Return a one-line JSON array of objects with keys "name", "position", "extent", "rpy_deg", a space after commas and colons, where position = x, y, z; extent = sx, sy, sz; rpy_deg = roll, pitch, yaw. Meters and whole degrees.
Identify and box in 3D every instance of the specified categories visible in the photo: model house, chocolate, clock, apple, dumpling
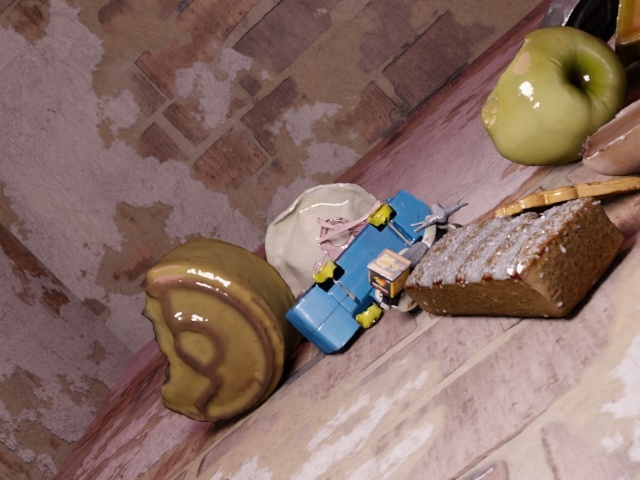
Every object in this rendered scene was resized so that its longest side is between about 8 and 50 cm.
[{"name": "model house", "position": [0.695, -0.449, 1.682], "extent": [0.239, 0.173, 0.268], "rpy_deg": [-54, -23, 8]}, {"name": "chocolate", "position": [0.511, -0.164, 1.333], "extent": [0.161, 0.083, 0.261], "rpy_deg": [-36, 3, 29]}, {"name": "clock", "position": [0.550, -0.464, 1.708], "extent": [0.281, 0.055, 0.280], "rpy_deg": [-36, -29, -23]}, {"name": "apple", "position": [0.442, -0.269, 1.567], "extent": [0.279, 0.279, 0.279], "rpy_deg": [-41, 10, 9]}, {"name": "dumpling", "position": [-0.003, 0.002, 2.107], "extent": [0.341, 0.260, 0.181], "rpy_deg": [-28, 24, 38]}]

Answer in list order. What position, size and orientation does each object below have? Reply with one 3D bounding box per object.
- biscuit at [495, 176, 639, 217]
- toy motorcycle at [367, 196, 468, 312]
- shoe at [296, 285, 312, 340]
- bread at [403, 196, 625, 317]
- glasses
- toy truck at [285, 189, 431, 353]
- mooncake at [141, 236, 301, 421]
[{"name": "biscuit", "position": [0.397, -0.069, 1.319], "extent": [0.250, 0.035, 0.162], "rpy_deg": [-11, -2, 36]}, {"name": "toy motorcycle", "position": [0.196, 0.030, 1.563], "extent": [0.263, 0.091, 0.157], "rpy_deg": [-42, -34, -29]}, {"name": "shoe", "position": [-0.044, 0.186, 1.992], "extent": [0.180, 0.089, 0.092], "rpy_deg": [-41, 9, 26]}, {"name": "bread", "position": [0.281, 0.037, 1.300], "extent": [0.165, 0.113, 0.416], "rpy_deg": [-44, 9, -18]}, {"name": "glasses", "position": [0.093, 0.000, 1.949], "extent": [0.255, 0.162, 0.095], "rpy_deg": [-13, -18, 14]}, {"name": "toy truck", "position": [0.095, 0.064, 1.781], "extent": [0.385, 0.161, 0.162], "rpy_deg": [-48, 2, -21]}, {"name": "mooncake", "position": [-0.252, 0.200, 1.855], "extent": [0.393, 0.394, 0.246], "rpy_deg": [-35, 14, 29]}]
